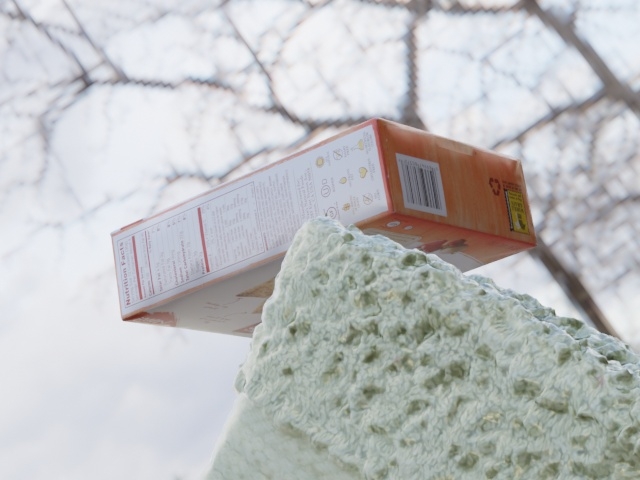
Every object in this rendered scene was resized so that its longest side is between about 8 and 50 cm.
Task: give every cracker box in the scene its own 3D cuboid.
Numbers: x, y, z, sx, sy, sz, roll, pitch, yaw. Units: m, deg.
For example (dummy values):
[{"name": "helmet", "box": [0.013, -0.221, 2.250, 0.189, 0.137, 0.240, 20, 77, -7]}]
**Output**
[{"name": "cracker box", "box": [0.000, 0.000, 1.246, 0.232, 0.067, 0.156, -21, -20, 36]}]

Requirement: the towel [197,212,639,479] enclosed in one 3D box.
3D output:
[{"name": "towel", "box": [0.024, 0.061, 0.357, 0.027, 0.148, 0.110, 19, -83, -43]}]
